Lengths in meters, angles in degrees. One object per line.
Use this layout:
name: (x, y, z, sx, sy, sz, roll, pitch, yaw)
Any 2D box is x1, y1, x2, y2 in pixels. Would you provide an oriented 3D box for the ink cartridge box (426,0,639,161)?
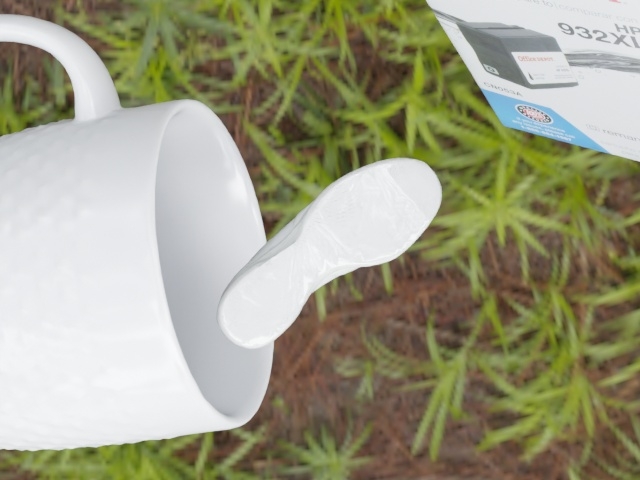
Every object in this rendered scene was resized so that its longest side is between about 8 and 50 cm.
ink cartridge box: (0.212, -0.191, 1.235, 0.129, 0.223, 0.307, -62, 146, -13)

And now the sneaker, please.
sneaker: (0.000, 0.000, 1.293, 0.212, 0.094, 0.080, -35, 102, 0)

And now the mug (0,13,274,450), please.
mug: (-0.248, -0.005, 1.340, 0.328, 0.276, 0.374, -9, 100, 16)
